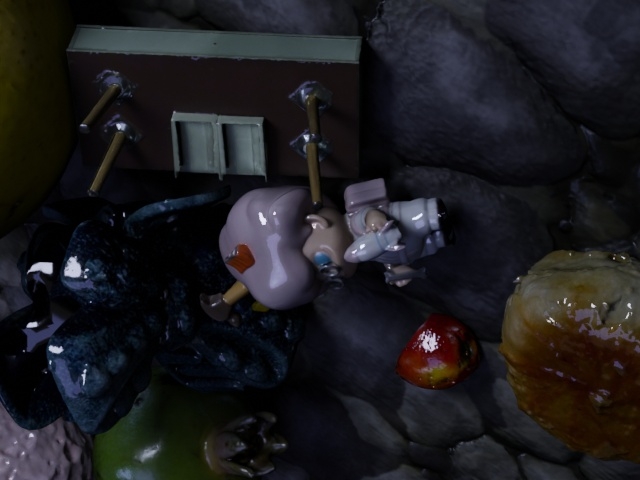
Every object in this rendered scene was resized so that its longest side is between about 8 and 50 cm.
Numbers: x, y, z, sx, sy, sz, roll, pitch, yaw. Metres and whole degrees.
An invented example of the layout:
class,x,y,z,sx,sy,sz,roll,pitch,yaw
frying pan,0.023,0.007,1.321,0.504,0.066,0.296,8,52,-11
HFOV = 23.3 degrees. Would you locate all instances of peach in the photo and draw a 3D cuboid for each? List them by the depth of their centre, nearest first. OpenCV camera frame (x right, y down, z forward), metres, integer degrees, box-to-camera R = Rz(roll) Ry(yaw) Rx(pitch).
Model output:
class,x,y,z,sx,sy,sz,roll,pitch,yaw
peach,0.101,0.108,1.432,0.083,0.050,0.077,-5,122,44

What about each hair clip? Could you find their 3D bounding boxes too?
class,x,y,z,sx,sy,sz,roll,pitch,yaw
hair clip,-0.157,0.055,1.424,0.194,0.310,0.206,-7,91,40

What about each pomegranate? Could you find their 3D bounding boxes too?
class,x,y,z,sx,sy,sz,roll,pitch,yaw
pomegranate,-0.124,0.213,1.592,0.225,0.187,0.187,-9,120,50

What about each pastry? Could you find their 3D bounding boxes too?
class,x,y,z,sx,sy,sz,roll,pitch,yaw
pastry,0.243,0.102,1.283,0.182,0.093,0.192,2,126,33

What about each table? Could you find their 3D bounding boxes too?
class,x,y,z,sx,sy,sz,roll,pitch,yaw
table,-0.088,-0.093,1.277,0.240,0.111,0.121,2,132,5

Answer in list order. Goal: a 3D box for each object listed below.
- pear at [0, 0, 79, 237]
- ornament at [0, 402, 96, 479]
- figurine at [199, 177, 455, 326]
class,x,y,z,sx,sy,sz,roll,pitch,yaw
pear,-0.374,-0.145,1.328,0.362,0.362,0.418,16,157,25
ornament,-0.365,0.275,1.788,0.259,0.225,0.259,160,90,-82
figurine,0.000,0.000,1.338,0.229,0.112,0.137,-11,156,12
